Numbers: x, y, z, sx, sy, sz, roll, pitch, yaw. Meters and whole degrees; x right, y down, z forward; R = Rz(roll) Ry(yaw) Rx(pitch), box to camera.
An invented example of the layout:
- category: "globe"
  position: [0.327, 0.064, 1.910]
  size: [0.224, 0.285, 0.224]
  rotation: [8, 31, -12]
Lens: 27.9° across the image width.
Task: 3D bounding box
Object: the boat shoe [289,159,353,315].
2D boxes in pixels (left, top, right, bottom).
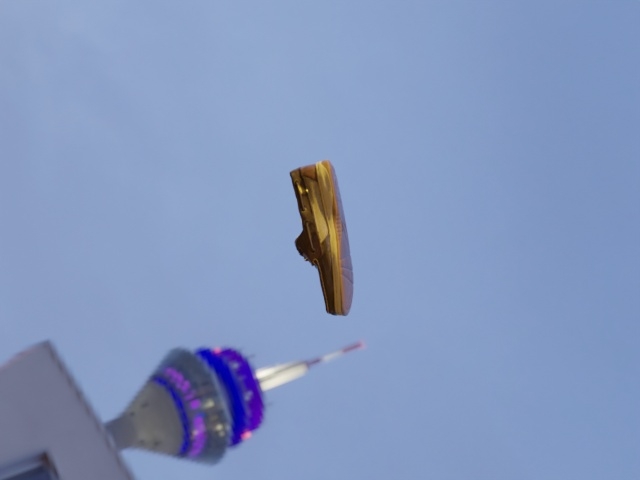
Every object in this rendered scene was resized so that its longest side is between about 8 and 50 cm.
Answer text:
- category: "boat shoe"
  position: [0.000, 0.000, 1.238]
  size: [0.049, 0.056, 0.152]
  rotation: [-9, -102, 12]
